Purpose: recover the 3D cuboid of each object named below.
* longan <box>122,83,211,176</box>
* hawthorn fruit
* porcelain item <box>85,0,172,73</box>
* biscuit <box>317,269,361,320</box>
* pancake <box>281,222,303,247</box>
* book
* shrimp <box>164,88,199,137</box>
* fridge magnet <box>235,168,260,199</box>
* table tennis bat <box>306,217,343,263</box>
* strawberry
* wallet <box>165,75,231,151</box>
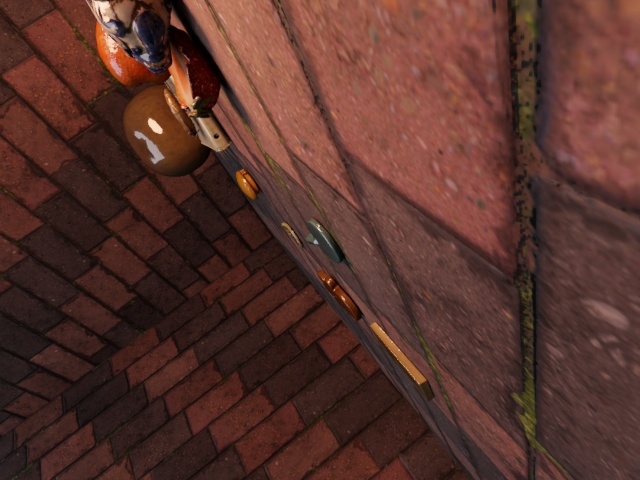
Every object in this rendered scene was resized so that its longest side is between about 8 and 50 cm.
[{"bbox_3d":[-0.601,-0.438,1.720,0.360,0.361,0.361,52,174,8],"label":"longan"},{"bbox_3d":[-0.418,-0.451,0.986,0.189,0.189,0.189,52,174,8],"label":"hawthorn fruit"},{"bbox_3d":[-0.356,-0.433,0.735,0.288,0.138,0.186,47,168,8],"label":"porcelain item"},{"bbox_3d":[0.072,0.199,1.553,0.236,0.039,0.179,46,168,42],"label":"biscuit"},{"bbox_3d":[-0.116,-0.025,1.762,0.129,0.023,0.116,42,168,40],"label":"pancake"},{"bbox_3d":[0.238,0.355,1.266,0.231,0.026,0.161,48,172,41],"label":"book"},{"bbox_3d":[-0.463,-0.423,1.444,0.190,0.042,0.101,62,-177,-40],"label":"shrimp"},{"bbox_3d":[-0.301,-0.231,1.791,0.143,0.063,0.143,51,172,11],"label":"fridge magnet"},{"bbox_3d":[0.000,0.000,1.036,0.124,0.033,0.201,56,171,-10],"label":"table tennis bat"},{"bbox_3d":[-0.254,-0.332,0.840,0.147,0.082,0.186,1,115,55],"label":"strawberry"},{"bbox_3d":[-0.438,-0.460,1.473,0.223,0.077,0.309,40,164,52],"label":"wallet"}]
